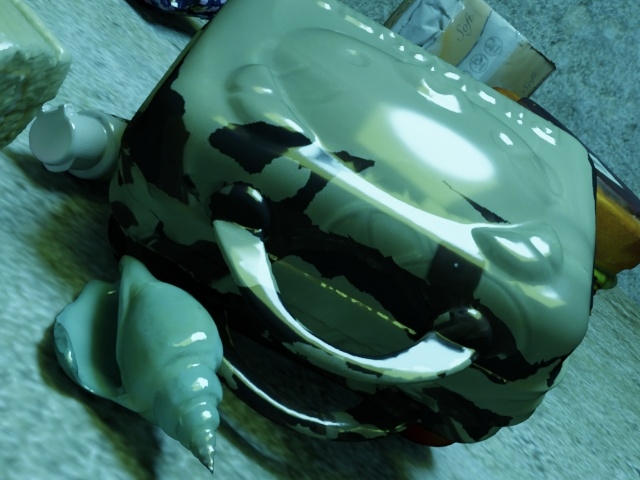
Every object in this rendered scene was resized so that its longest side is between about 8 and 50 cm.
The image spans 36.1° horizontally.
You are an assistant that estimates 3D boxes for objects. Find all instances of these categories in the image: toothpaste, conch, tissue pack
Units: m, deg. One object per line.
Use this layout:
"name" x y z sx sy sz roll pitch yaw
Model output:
"toothpaste" -0.137 -0.067 0.822 0.314 0.056 0.058 0 85 -72
"conch" -0.100 0.068 0.554 0.180 0.088 0.065 50 -27 44
"tissue pack" 0.141 -0.232 1.442 0.238 0.305 0.238 37 19 -15

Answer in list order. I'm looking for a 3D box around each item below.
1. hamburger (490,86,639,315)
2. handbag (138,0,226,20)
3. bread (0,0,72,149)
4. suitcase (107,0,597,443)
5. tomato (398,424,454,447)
"hamburger" 0.264 -0.028 1.312 0.330 0.250 0.330 36 20 -16
"handbag" -0.192 -0.367 1.308 0.228 0.127 0.208 39 15 16
"bread" -0.235 -0.109 0.529 0.141 0.134 0.148 49 27 5
"suitcase" 0.034 -0.017 0.701 0.351 0.194 0.339 28 39 -5
"tomato" 0.089 0.127 0.806 0.087 0.087 0.075 43 -18 -2
